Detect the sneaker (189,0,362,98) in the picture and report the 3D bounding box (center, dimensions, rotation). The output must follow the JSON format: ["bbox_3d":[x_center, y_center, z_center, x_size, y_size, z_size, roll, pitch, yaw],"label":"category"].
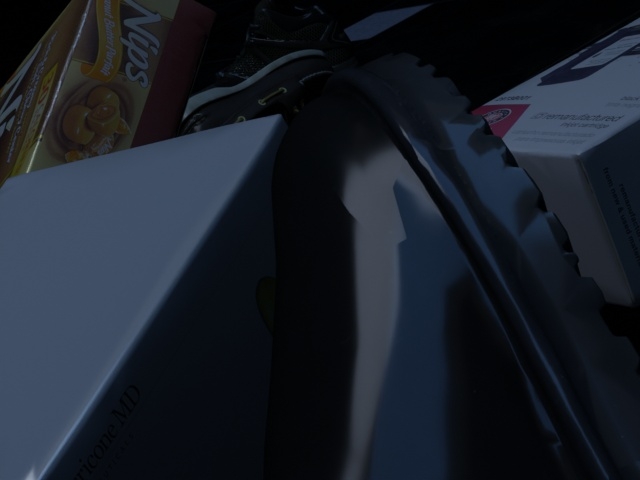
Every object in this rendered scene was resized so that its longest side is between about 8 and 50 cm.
[{"bbox_3d":[-0.077,-0.206,1.860,0.227,0.130,0.087,-18,14,18],"label":"sneaker"}]

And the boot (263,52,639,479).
[{"bbox_3d":[-0.105,0.133,0.550,0.445,0.146,0.367,-23,44,-6],"label":"boot"}]

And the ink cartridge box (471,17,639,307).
[{"bbox_3d":[0.206,-0.065,0.978,0.237,0.100,0.172,-30,18,-22],"label":"ink cartridge box"}]

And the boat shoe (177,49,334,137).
[{"bbox_3d":[-0.060,-0.134,1.716,0.227,0.069,0.081,-29,-23,-38],"label":"boat shoe"}]

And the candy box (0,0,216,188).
[{"bbox_3d":[-0.195,-0.033,1.110,0.316,0.087,0.183,-37,33,53],"label":"candy box"}]

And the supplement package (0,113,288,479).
[{"bbox_3d":[-0.113,0.085,0.812,0.204,0.145,0.262,-10,35,36],"label":"supplement package"}]
